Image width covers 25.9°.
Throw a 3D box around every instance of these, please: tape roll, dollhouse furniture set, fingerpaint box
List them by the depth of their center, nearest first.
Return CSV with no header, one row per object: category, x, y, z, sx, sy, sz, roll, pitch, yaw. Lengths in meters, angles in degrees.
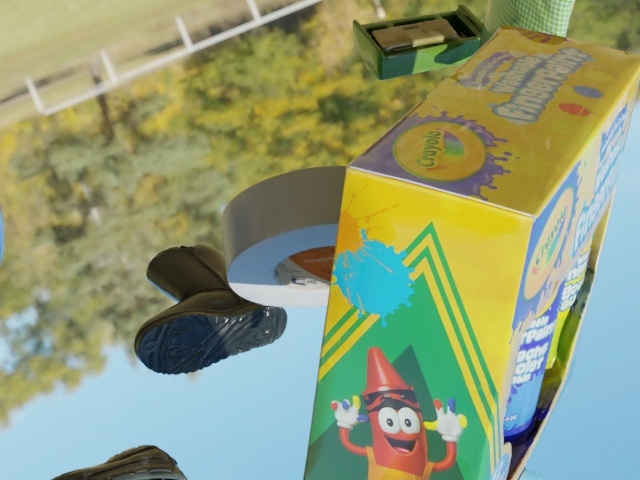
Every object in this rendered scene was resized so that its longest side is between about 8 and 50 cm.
fingerpaint box,0.152,0.043,1.283,0.163,0.371,0.445,16,-153,17
tape roll,0.000,0.000,1.550,0.219,0.072,0.219,-6,154,-3
dollhouse furniture set,0.158,-0.261,1.628,0.151,0.197,0.301,-11,-145,-15

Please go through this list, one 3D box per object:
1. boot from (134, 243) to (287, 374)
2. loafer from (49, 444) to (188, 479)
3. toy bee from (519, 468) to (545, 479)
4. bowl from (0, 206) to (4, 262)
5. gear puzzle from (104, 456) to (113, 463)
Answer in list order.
boot,-0.197,0.092,1.985,0.246,0.094,0.207,-12,-148,-35
loafer,-0.246,0.294,1.565,0.078,0.076,0.223,26,-148,37
toy bee,0.187,0.317,1.626,0.162,0.298,0.195,2,-127,46
bowl,-0.573,0.003,1.636,0.391,0.391,0.077,-21,-145,6
gear puzzle,-0.326,0.469,1.867,0.044,0.339,0.175,20,-156,13
